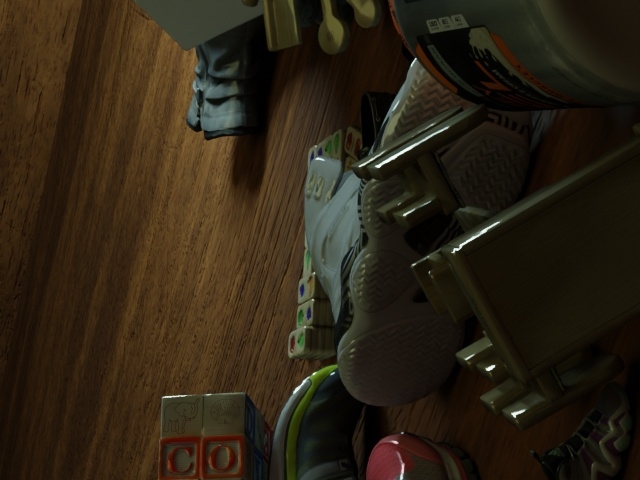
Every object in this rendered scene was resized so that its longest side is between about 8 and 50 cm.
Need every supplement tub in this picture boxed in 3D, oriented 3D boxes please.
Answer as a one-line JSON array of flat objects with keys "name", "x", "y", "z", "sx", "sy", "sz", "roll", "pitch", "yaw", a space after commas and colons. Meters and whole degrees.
[{"name": "supplement tub", "x": 0.167, "y": -0.186, "z": 1.327, "sx": 0.316, "sy": 0.194, "sz": 0.193, "roll": -170, "pitch": 87, "yaw": -74}]

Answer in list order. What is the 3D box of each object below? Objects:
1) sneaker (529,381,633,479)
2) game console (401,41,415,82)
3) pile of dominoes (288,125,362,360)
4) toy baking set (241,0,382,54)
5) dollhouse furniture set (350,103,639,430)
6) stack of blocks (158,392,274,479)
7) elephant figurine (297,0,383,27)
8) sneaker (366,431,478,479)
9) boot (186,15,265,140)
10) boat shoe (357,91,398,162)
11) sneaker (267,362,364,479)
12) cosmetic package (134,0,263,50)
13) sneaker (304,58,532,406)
[{"name": "sneaker", "x": 0.181, "y": 0.147, "z": 1.368, "sx": 0.038, "sy": 0.069, "sz": 0.098, "roll": -159, "pitch": 76, "yaw": -72}, {"name": "game console", "x": 0.093, "y": -0.205, "z": 1.775, "sx": 0.107, "sy": 0.071, "sz": 0.122, "roll": -28, "pitch": -41, "yaw": -54}, {"name": "pile of dominoes", "x": 0.000, "y": 0.000, "z": 2.065, "sx": 0.196, "sy": 0.040, "sz": 0.251, "roll": 148, "pitch": 126, "yaw": -69}, {"name": "toy baking set", "x": 0.005, "y": -0.292, "z": 1.812, "sx": 0.197, "sy": 0.030, "sz": 0.256, "roll": 26, "pitch": 112, "yaw": 41}, {"name": "dollhouse furniture set", "x": 0.157, "y": 0.002, "z": 1.333, "sx": 0.212, "sy": 0.161, "sz": 0.242, "roll": 61, "pitch": 174, "yaw": -7}, {"name": "stack of blocks", "x": -0.087, "y": 0.279, "z": 1.945, "sx": 0.297, "sy": 0.087, "sz": 0.171, "roll": 64, "pitch": -156, "yaw": -66}, {"name": "elephant figurine", "x": 0.042, "y": -0.314, "z": 1.893, "sx": 0.186, "sy": 0.169, "sz": 0.239, "roll": 55, "pitch": 149, "yaw": 0}, {"name": "sneaker", "x": 0.065, "y": 0.262, "z": 1.593, "sx": 0.314, "sy": 0.136, "sz": 0.116, "roll": -109, "pitch": 31, "yaw": -55}, {"name": "boot", "x": -0.094, "y": -0.234, "z": 2.386, "sx": 0.338, "sy": 0.118, "sz": 0.222, "roll": -160, "pitch": 69, "yaw": -77}, {"name": "boat shoe", "x": 0.055, "y": -0.083, "z": 1.916, "sx": 0.049, "sy": 0.042, "sz": 0.133, "roll": 172, "pitch": 102, "yaw": -70}, {"name": "sneaker", "x": 0.012, "y": 0.254, "z": 1.839, "sx": 0.111, "sy": 0.121, "sz": 0.300, "roll": 62, "pitch": -144, "yaw": -52}, {"name": "cosmetic package", "x": -0.144, "y": -0.469, "z": 2.215, "sx": 0.161, "sy": 0.230, "sz": 0.453, "roll": -23, "pitch": 44, "yaw": 28}, {"name": "sneaker", "x": 0.070, "y": -0.052, "z": 1.684, "sx": 0.210, "sy": 0.137, "sz": 0.366, "roll": -112, "pitch": 30, "yaw": -53}]
